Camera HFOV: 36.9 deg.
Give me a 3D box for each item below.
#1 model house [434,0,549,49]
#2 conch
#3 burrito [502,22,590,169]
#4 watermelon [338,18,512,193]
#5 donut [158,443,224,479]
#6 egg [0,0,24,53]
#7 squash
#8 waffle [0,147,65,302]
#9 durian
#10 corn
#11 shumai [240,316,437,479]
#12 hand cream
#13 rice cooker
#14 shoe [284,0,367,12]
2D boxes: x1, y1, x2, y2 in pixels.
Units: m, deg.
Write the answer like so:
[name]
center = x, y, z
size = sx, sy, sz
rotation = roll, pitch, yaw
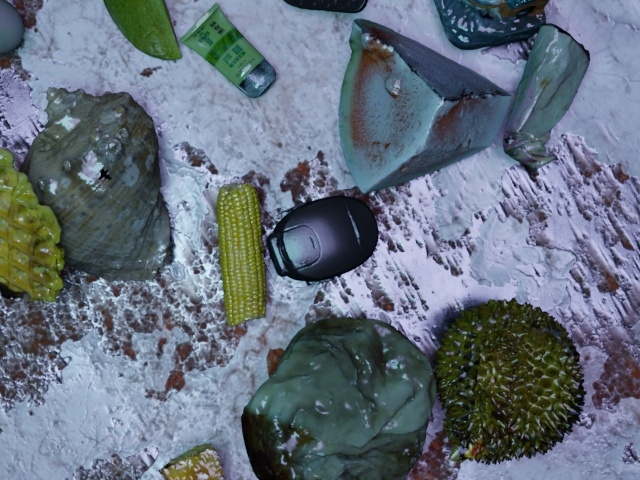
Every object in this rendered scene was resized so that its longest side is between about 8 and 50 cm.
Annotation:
[model house]
center = 0.292, -0.473, 1.583
size = 0.184, 0.291, 0.253
rotation = -12, 89, -6
[conch]
center = -0.392, -0.083, 1.605
size = 0.297, 0.210, 0.352
rotation = -26, 87, 13
[burrito]
center = 0.384, -0.247, 1.666
size = 0.089, 0.144, 0.229
rotation = 23, 88, 44
[watermelon]
center = 0.141, -0.210, 1.607
size = 0.320, 0.214, 0.289
rotation = 36, 91, -11
[donut]
center = -0.270, 0.460, 1.635
size = 0.259, 0.101, 0.152
rotation = -22, 90, -3
[egg]
center = -0.577, -0.374, 1.649
size = 0.135, 0.103, 0.103
rotation = 21, 88, 2
[squash]
center = -0.342, -0.473, 1.695
size = 0.111, 0.203, 0.289
rotation = -17, 124, -2
[waffle]
center = -0.550, -0.028, 1.583
size = 0.311, 0.060, 0.307
rotation = 3, 120, 34
[durian]
center = 0.307, 0.238, 1.597
size = 0.258, 0.258, 0.293
rotation = -4, 98, -1
[corn]
center = -0.136, 0.022, 1.659
size = 0.081, 0.081, 0.248
rotation = -5, 89, -1
[shumai]
center = 0.014, 0.287, 1.530
size = 0.304, 0.263, 0.309
rotation = -29, 83, 26
[hand cream]
center = -0.155, -0.326, 1.686
size = 0.175, 0.046, 0.095
rotation = 44, 91, 2
[rice cooker]
center = -0.001, 0.000, 1.644
size = 0.203, 0.118, 0.142
rotation = -17, 89, -2
[shoe]
center = 0.006, -0.436, 1.690
size = 0.179, 0.049, 0.071
rotation = 17, 100, 21
